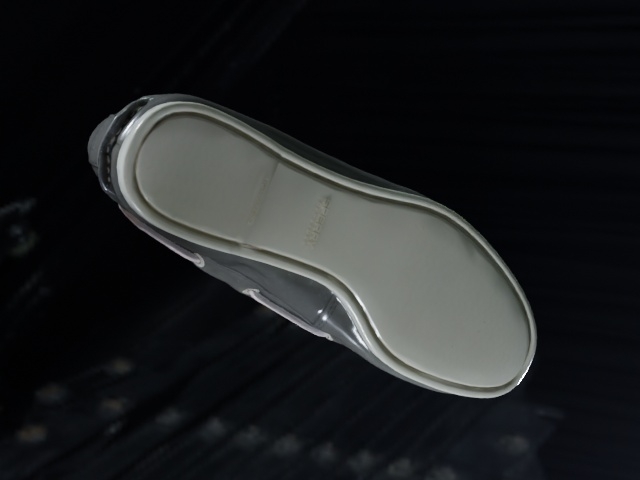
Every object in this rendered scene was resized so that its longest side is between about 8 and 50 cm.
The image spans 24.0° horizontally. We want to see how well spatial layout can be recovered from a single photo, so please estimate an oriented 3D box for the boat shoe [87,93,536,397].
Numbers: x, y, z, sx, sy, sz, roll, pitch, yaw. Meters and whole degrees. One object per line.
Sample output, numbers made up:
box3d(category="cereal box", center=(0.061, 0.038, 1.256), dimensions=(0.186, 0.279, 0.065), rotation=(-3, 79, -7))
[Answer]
box3d(category="boat shoe", center=(0.000, 0.000, 0.976), dimensions=(0.335, 0.095, 0.112), rotation=(29, -95, -28))
